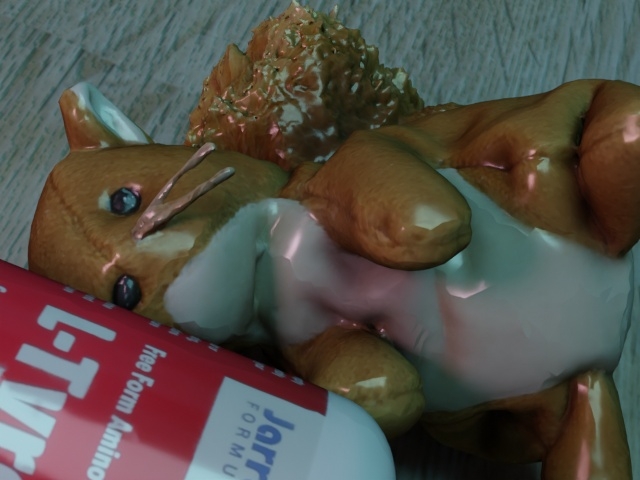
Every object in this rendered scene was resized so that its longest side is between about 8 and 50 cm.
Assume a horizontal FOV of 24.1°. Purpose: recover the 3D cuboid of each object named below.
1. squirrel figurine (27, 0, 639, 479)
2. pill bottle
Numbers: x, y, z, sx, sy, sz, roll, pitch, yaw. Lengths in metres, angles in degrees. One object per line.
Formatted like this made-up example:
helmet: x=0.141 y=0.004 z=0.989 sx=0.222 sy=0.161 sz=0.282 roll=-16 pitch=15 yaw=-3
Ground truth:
squirrel figurine: x=0.000 y=0.000 z=0.994 sx=0.370 sy=0.281 sz=0.397 roll=1 pitch=22 yaw=-5
pill bottle: x=-0.109 y=0.152 z=0.751 sx=0.407 sy=0.229 sz=0.229 roll=22 pitch=40 yaw=-2
